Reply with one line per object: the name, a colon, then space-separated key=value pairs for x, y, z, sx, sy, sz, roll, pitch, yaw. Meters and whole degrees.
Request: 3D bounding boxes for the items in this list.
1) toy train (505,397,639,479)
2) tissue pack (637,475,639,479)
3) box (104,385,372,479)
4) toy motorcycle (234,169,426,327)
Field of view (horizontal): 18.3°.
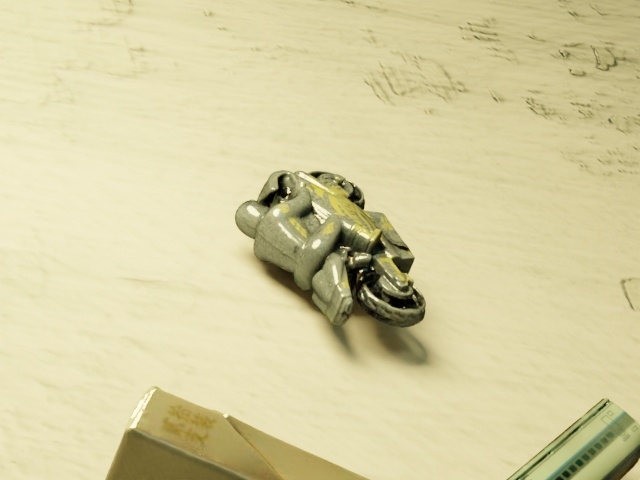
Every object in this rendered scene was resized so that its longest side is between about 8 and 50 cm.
toy train: x=0.135 y=0.173 z=1.273 sx=0.048 sy=0.055 sz=0.252 roll=43 pitch=35 yaw=14
tissue pack: x=0.268 y=0.163 z=1.280 sx=0.099 sy=0.148 sz=0.106 roll=20 pitch=31 yaw=-7
box: x=0.047 y=0.229 z=0.968 sx=0.365 sy=0.204 sz=0.051 roll=24 pitch=29 yaw=1
toy motorcycle: x=0.000 y=0.000 z=1.444 sx=0.124 sy=0.061 sz=0.193 roll=8 pitch=31 yaw=-26
